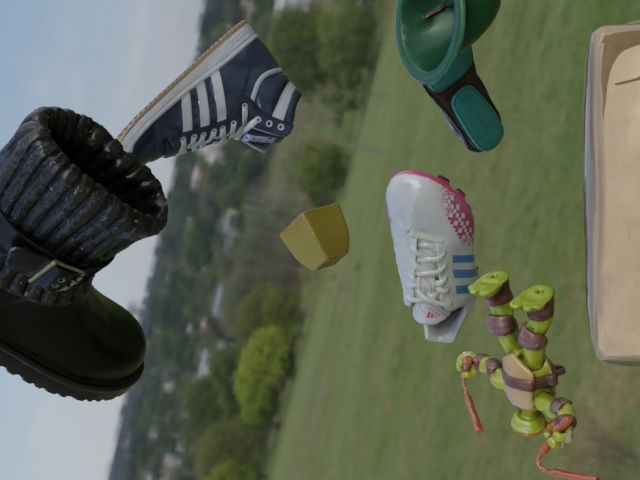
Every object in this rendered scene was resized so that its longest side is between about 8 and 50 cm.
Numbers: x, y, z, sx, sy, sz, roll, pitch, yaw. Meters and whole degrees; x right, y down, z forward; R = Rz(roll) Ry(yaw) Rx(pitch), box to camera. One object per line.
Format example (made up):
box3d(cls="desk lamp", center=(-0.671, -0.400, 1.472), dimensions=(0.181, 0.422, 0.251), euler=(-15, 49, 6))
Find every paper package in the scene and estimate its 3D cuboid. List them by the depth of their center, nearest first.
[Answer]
box3d(cls="paper package", center=(0.405, -0.044, 1.281), dimensions=(0.168, 0.309, 0.325), euler=(21, -112, -74))

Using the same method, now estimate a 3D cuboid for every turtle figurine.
box3d(cls="turtle figurine", center=(0.245, 0.153, 1.574), dimensions=(0.269, 0.087, 0.217), euler=(37, 142, 58))

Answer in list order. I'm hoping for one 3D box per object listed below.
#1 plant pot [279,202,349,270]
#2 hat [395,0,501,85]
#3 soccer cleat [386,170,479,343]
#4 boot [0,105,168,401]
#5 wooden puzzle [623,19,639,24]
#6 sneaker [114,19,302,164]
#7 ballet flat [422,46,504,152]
box3d(cls="plant pot", center=(0.000, 0.000, 2.193), dimensions=(0.081, 0.081, 0.083), euler=(-45, 68, 48))
box3d(cls="hat", center=(0.224, -0.311, 1.816), dimensions=(0.173, 0.183, 0.208), euler=(64, 147, 37))
box3d(cls="soccer cleat", center=(0.163, 0.033, 1.929), dimensions=(0.331, 0.116, 0.143), euler=(62, -140, -54))
box3d(cls="boot", center=(-0.241, 0.026, 1.397), dimensions=(0.260, 0.348, 0.131), euler=(-39, 52, 18))
box3d(cls="wooden puzzle", center=(0.563, -0.304, 1.612), dimensions=(0.322, 0.348, 0.080), euler=(16, 126, 64))
box3d(cls="sneaker", center=(-0.141, -0.143, 1.739), dimensions=(0.282, 0.153, 0.099), euler=(-46, 8, -22))
box3d(cls="ballet flat", center=(0.186, -0.242, 2.013), dimensions=(0.096, 0.095, 0.280), euler=(41, 164, 49))
